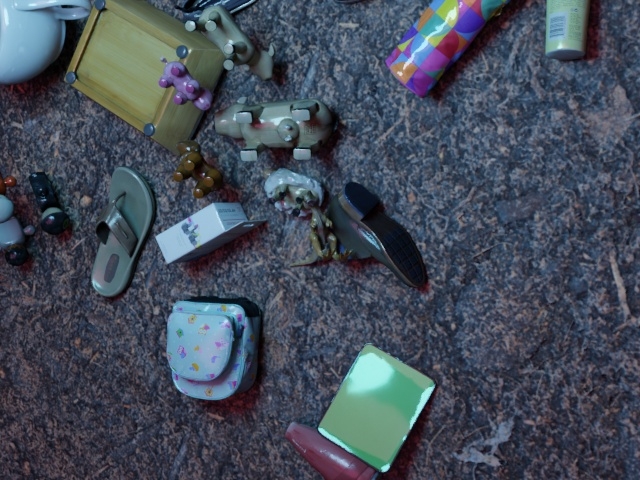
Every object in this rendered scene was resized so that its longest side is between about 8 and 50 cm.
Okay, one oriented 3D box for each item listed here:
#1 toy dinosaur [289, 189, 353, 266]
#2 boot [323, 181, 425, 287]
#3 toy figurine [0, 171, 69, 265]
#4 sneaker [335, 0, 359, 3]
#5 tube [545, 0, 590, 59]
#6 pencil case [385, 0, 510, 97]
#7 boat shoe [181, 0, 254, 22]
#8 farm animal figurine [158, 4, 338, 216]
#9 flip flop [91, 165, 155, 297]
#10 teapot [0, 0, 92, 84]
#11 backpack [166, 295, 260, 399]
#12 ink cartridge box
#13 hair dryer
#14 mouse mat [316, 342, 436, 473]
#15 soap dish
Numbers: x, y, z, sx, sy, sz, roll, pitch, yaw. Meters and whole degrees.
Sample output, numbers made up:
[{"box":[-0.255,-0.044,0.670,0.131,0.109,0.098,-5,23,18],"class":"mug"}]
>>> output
[{"box":[0.000,0.000,1.420,0.112,0.064,0.211,51,151,36],"class":"toy dinosaur"},{"box":[0.090,0.007,1.425,0.219,0.082,0.106,53,136,4],"class":"boot"},{"box":[-0.655,-0.044,1.661,0.209,0.213,0.148,-40,63,20],"class":"toy figurine"},{"box":[0.131,-0.490,1.331,0.319,0.131,0.112,-23,85,21],"class":"sneaker"},{"box":[0.393,-0.408,1.264,0.062,0.070,0.240,178,96,-66],"class":"tube"},{"box":[0.213,-0.347,1.323,0.236,0.104,0.104,-46,75,19],"class":"pencil case"},{"box":[-0.170,-0.469,1.491,0.206,0.065,0.075,-35,75,11],"class":"boat shoe"},{"box":[-0.121,-0.233,1.440,0.327,0.172,0.330,16,114,4],"class":"farm animal figurine"},{"box":[-0.415,-0.014,1.628,0.112,0.080,0.277,24,102,21],"class":"flip flop"},{"box":[-0.591,-0.428,1.595,0.256,0.187,0.252,45,125,29],"class":"teapot"},{"box":[-0.203,0.207,1.516,0.166,0.144,0.188,2,97,18],"class":"backpack"},{"box":[-0.205,-0.023,1.522,0.181,0.104,0.061,-27,82,22],"class":"ink cartridge box"},{"box":[0.019,0.464,1.464,0.224,0.080,0.293,-28,81,23],"class":"hair dryer"},{"box":[0.098,0.294,1.426,0.153,0.007,0.189,29,83,20],"class":"mouse mat"},{"box":[-0.347,-0.332,1.559,0.291,0.118,0.229,33,105,18],"class":"soap dish"}]
